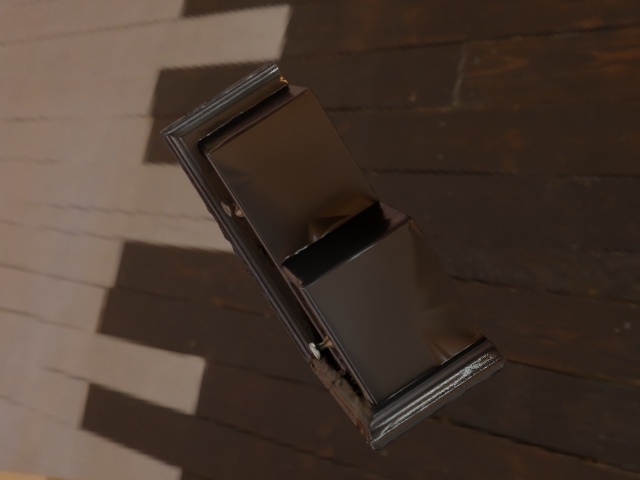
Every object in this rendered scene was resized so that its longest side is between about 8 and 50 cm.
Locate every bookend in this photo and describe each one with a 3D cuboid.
[{"bbox_3d":[0.000,0.000,0.647,0.072,0.156,0.157,-33,14,-5],"label":"bookend"}]
